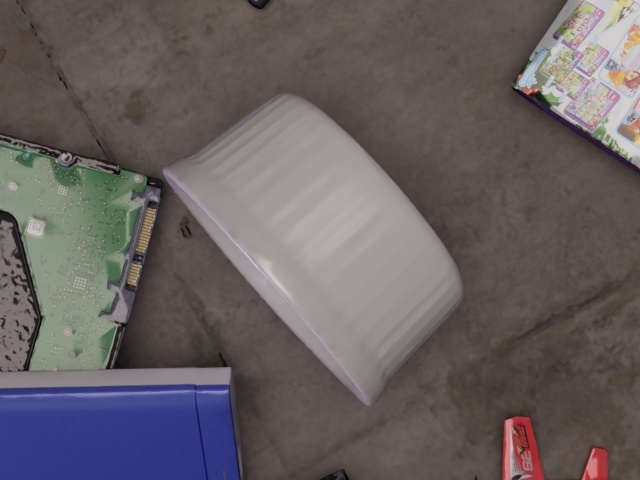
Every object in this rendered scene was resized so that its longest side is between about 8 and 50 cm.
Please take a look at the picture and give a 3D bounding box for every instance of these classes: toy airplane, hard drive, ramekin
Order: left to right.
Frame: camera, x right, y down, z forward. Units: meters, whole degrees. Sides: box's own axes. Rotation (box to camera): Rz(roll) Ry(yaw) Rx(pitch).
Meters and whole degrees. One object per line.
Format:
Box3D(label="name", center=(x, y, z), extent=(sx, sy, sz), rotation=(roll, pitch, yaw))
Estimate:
Box3D(label="hard drive", center=(-0.337, 0.011, 1.393), extent=(0.339, 0.064, 0.236), rotation=(14, 81, -5))
Box3D(label="hard drive", center=(-0.232, 0.204, 1.374), extent=(0.319, 0.040, 0.210), rotation=(-2, 130, 3))
Box3D(label="ramekin", center=(0.000, 0.000, 1.314), extent=(0.135, 0.277, 0.277), rotation=(-41, 88, -6))
Box3D(label="toy airplane", center=(0.218, 0.235, 1.415), extent=(0.151, 0.028, 0.151), rotation=(0, 91, 3))

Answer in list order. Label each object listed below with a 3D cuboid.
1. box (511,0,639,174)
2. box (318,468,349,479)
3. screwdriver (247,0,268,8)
Box3D(label="box", center=(0.340, -0.208, 1.378), extent=(0.201, 0.057, 0.293), rotation=(35, 96, 7))
Box3D(label="box", center=(-0.017, 0.400, 1.377), extent=(0.242, 0.076, 0.307), rotation=(-26, 99, 2))
Box3D(label="screwdriver", center=(-0.019, -0.297, 1.442), extent=(0.024, 0.025, 0.170), rotation=(33, 82, 3))
